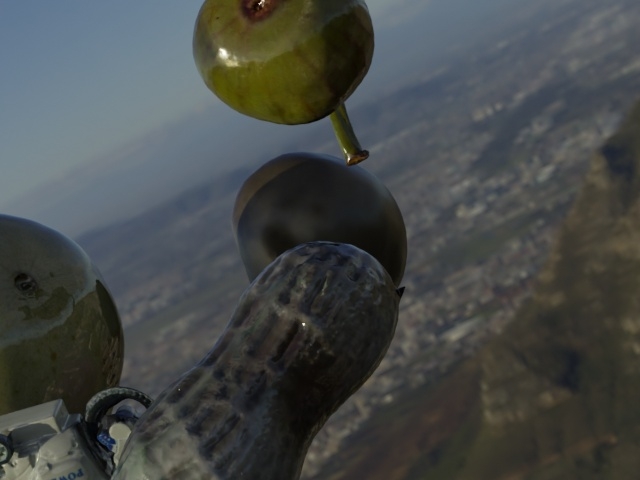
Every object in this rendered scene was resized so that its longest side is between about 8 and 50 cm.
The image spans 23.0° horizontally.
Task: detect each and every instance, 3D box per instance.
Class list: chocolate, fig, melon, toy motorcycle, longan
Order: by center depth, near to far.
[{"bbox_3d":[-0.037,0.100,0.957,0.248,0.110,0.110,-55,15,-17],"label":"chocolate"},{"bbox_3d":[-0.210,0.198,1.216,0.221,0.150,0.102,-16,21,10],"label":"toy motorcycle"},{"bbox_3d":[-0.014,-0.158,1.294,0.142,0.148,0.186,-54,-19,14],"label":"fig"},{"bbox_3d":[-0.320,0.117,1.455,0.268,0.268,0.330,-33,-12,-40],"label":"melon"},{"bbox_3d":[0.000,0.000,1.732,0.198,0.212,0.198,-18,17,5],"label":"longan"}]
